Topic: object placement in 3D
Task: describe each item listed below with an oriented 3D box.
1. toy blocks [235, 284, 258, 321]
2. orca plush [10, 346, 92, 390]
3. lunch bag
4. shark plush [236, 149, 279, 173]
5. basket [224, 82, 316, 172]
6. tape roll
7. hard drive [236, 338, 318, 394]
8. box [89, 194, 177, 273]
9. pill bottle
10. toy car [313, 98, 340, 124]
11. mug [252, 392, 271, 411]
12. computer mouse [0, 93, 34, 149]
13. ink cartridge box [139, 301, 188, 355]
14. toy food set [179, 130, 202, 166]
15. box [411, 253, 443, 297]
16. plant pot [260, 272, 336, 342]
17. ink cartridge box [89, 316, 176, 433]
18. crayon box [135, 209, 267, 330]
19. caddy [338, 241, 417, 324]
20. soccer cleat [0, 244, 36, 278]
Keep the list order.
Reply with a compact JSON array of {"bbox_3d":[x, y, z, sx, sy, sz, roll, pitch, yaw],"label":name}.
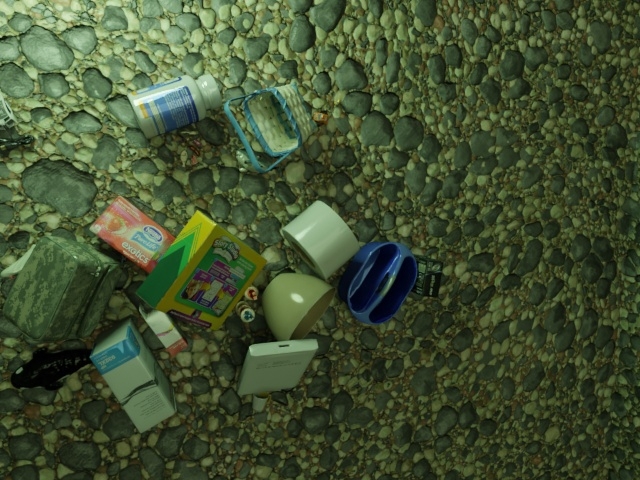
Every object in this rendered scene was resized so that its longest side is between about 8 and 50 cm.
[{"bbox_3d":[-0.256,0.228,1.743,0.054,0.148,0.123,20,91,-22],"label":"toy blocks"},{"bbox_3d":[-0.852,0.431,1.575,0.288,0.102,0.151,1,97,-21],"label":"orca plush"},{"bbox_3d":[-0.767,0.152,1.507,0.213,0.256,0.304,24,89,22],"label":"lunch bag"},{"bbox_3d":[-0.224,-0.283,1.739,0.161,0.073,0.067,5,66,-16],"label":"shark plush"},{"bbox_3d":[-0.167,-0.390,1.647,0.289,0.201,0.254,-40,111,-44],"label":"basket"},{"bbox_3d":[0.000,0.000,1.756,0.169,0.246,0.246,-41,109,-12],"label":"tape roll"},{"bbox_3d":[-0.163,0.458,1.737,0.233,0.353,0.047,-2,53,-20],"label":"hard drive"},{"bbox_3d":[-0.581,-0.002,1.592,0.300,0.154,0.142,41,81,-19],"label":"box"},{"bbox_3d":[-0.467,-0.445,1.572,0.272,0.152,0.152,-24,105,-16],"label":"pill bottle"},{"bbox_3d":[0.024,-0.490,1.806,0.060,0.040,0.122,30,87,-21],"label":"toy car"},{"bbox_3d":[-0.227,0.620,1.857,0.078,0.062,0.064,11,101,-15],"label":"mug"},{"bbox_3d":[-0.961,-0.373,1.460,0.106,0.042,0.192,-21,110,-12],"label":"computer mouse"},{"bbox_3d":[-0.540,0.287,1.664,0.067,0.115,0.198,-34,108,-12],"label":"ink cartridge box"},{"bbox_3d":[-0.446,-0.315,1.667,0.078,0.019,0.122,-5,99,-20],"label":"toy food set"},{"bbox_3d":[0.407,0.138,1.959,0.078,0.180,0.147,6,94,-20],"label":"box"},{"bbox_3d":[-0.103,0.227,1.762,0.191,0.284,0.284,37,82,16],"label":"plant pot"},{"bbox_3d":[-0.613,0.439,1.600,0.129,0.223,0.307,-29,106,-14],"label":"ink cartridge box"},{"bbox_3d":[-0.373,0.114,1.602,0.313,0.106,0.363,-55,152,-7],"label":"crayon box"},{"bbox_3d":[0.230,0.162,1.899,0.241,0.179,0.341,34,85,-20],"label":"caddy"},{"bbox_3d":[-0.910,0.056,1.526,0.196,0.068,0.076,-28,101,-22],"label":"soccer cleat"}]
